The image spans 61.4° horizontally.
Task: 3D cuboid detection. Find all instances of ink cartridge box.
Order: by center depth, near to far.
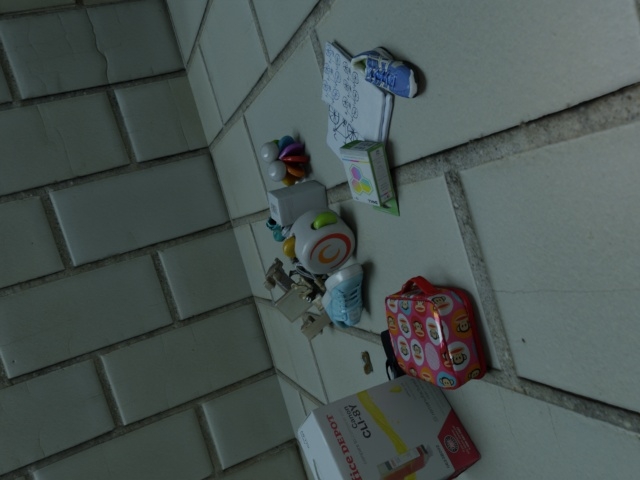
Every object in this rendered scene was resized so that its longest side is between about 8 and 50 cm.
[{"bbox_3d":[0.129,-0.151,1.400,0.109,0.062,0.209,20,134,51],"label":"ink cartridge box"},{"bbox_3d":[0.174,0.539,1.420,0.279,0.384,0.160,61,148,30],"label":"ink cartridge box"}]

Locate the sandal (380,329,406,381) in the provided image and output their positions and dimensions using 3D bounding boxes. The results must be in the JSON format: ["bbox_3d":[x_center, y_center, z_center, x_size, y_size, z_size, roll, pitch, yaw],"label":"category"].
[{"bbox_3d":[0.229,0.406,1.676,0.255,0.054,0.097,71,160,4],"label":"sandal"}]

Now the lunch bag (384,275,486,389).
[{"bbox_3d":[0.264,0.212,1.323,0.293,0.120,0.258,175,79,-71],"label":"lunch bag"}]

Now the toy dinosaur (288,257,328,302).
[{"bbox_3d":[-0.028,0.085,2.018,0.121,0.160,0.314,-77,0,-54],"label":"toy dinosaur"}]

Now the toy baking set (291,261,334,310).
[{"bbox_3d":[-0.010,0.163,1.972,0.030,0.196,0.256,-63,-9,-50],"label":"toy baking set"}]

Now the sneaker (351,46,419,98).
[{"bbox_3d":[0.145,-0.369,1.209,0.211,0.081,0.080,49,148,46],"label":"sneaker"}]

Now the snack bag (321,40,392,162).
[{"bbox_3d":[0.085,-0.324,1.479,0.323,0.037,0.343,56,155,38],"label":"snack bag"}]

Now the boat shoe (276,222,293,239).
[{"bbox_3d":[-0.104,-0.063,1.984,0.103,0.118,0.320,38,-167,-18],"label":"boat shoe"}]

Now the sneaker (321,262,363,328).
[{"bbox_3d":[0.098,0.193,1.771,0.150,0.135,0.366,57,165,18],"label":"sneaker"}]

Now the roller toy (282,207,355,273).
[{"bbox_3d":[0.000,0.000,1.742,0.209,0.191,0.146,-50,43,13],"label":"roller toy"}]

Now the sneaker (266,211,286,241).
[{"bbox_3d":[-0.181,-0.079,2.292,0.275,0.110,0.107,109,140,-60],"label":"sneaker"}]

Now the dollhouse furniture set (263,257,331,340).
[{"bbox_3d":[-0.067,0.200,2.295,0.303,0.174,0.355,46,-166,-11],"label":"dollhouse furniture set"}]

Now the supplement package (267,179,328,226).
[{"bbox_3d":[-0.077,-0.131,1.862,0.105,0.179,0.105,-143,40,-59],"label":"supplement package"}]

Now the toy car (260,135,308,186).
[{"bbox_3d":[-0.112,-0.292,1.916,0.136,0.159,0.182,-32,73,34],"label":"toy car"}]

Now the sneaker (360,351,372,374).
[{"bbox_3d":[0.163,0.437,1.930,0.037,0.032,0.083,-146,45,-81],"label":"sneaker"}]
